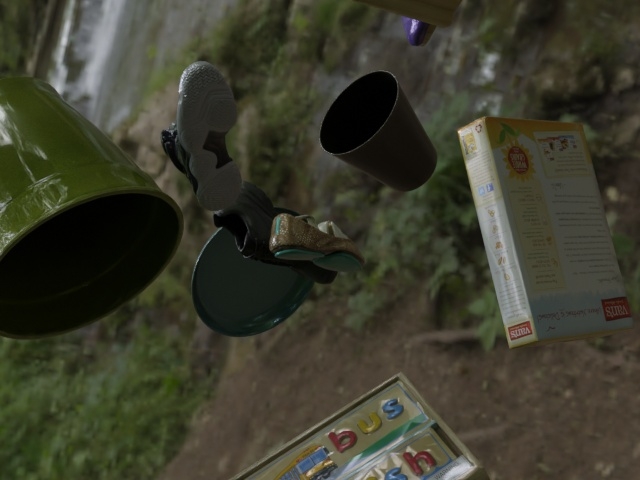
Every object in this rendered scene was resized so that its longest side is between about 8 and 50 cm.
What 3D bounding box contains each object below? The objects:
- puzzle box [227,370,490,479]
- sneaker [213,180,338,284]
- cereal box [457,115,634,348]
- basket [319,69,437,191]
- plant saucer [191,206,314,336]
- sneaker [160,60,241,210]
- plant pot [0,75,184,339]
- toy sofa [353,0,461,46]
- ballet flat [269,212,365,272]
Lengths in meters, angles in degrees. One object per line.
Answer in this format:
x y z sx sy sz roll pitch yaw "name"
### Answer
0.010 0.371 1.523 0.052 0.409 0.272 62 172 -30 "puzzle box"
-0.097 0.007 2.152 0.130 0.286 0.109 -52 -5 -50 "sneaker"
0.241 -0.010 1.142 0.047 0.173 0.240 -23 74 47 "cereal box"
0.135 -0.208 2.209 0.204 0.227 0.154 -51 47 1 "basket"
-0.145 0.063 2.345 0.044 0.318 0.317 40 120 48 "plant saucer"
-0.208 -0.187 1.757 0.153 0.101 0.268 43 148 44 "sneaker"
-0.478 -0.083 1.833 0.353 0.367 0.366 54 140 25 "plant pot"
0.098 -0.455 1.500 0.177 0.150 0.362 -52 35 45 "toy sofa"
0.000 0.000 1.523 0.073 0.206 0.067 -13 74 28 "ballet flat"
